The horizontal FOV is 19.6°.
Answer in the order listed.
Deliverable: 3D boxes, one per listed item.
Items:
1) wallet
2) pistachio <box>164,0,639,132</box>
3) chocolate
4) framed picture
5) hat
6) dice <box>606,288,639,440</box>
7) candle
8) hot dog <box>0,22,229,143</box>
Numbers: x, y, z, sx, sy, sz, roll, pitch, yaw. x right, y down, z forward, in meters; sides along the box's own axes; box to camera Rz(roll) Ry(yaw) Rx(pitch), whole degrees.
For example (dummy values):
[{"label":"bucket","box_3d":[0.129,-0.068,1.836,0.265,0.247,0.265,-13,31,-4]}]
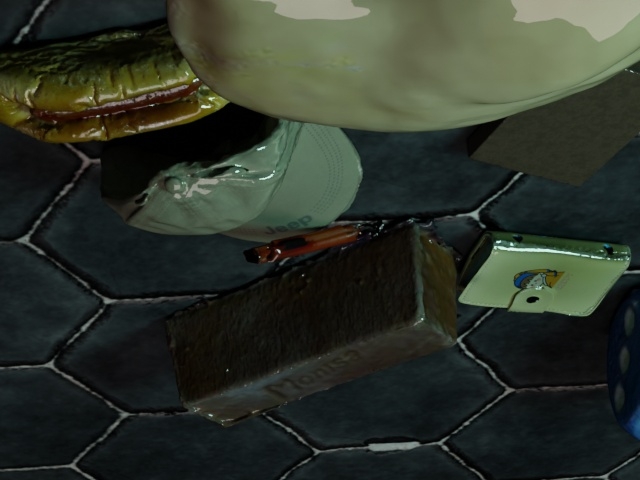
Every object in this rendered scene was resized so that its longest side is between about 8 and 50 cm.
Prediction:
[{"label":"wallet","box_3d":[0.225,0.032,1.898,0.155,0.039,0.110,7,142,-18]},{"label":"pistachio","box_3d":[0.098,-0.223,1.262,0.445,0.281,0.365,-15,142,7]},{"label":"chocolate","box_3d":[-0.003,0.091,1.891,0.321,0.112,0.112,-22,146,24]},{"label":"framed picture","box_3d":[0.230,-0.114,1.687,0.128,0.023,0.168,13,143,-25]},{"label":"hat","box_3d":[-0.069,-0.035,1.676,0.214,0.149,0.245,-22,133,24]},{"label":"dice","box_3d":[0.391,0.133,1.980,0.143,0.146,0.146,3,147,-10]},{"label":"candle","box_3d":[0.001,0.000,1.769,0.167,0.021,0.026,-13,168,-39]},{"label":"hot dog","box_3d":[-0.174,-0.130,1.562,0.242,0.073,0.084,-9,142,4]}]
